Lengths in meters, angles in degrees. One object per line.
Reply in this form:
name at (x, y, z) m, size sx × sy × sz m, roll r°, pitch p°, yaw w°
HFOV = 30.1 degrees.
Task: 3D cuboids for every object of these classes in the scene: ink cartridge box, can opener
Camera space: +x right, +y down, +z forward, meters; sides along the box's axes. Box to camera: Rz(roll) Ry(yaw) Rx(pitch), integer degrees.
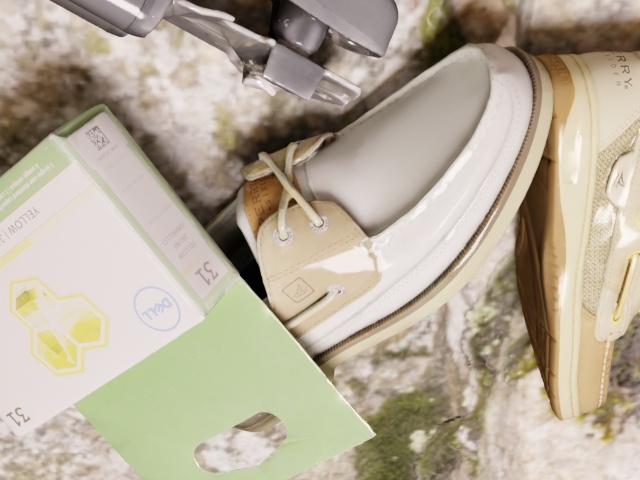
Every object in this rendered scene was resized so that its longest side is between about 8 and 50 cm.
ink cartridge box at (-0.108, 0.064, 0.658) m, size 0.171 × 0.056 × 0.235 m, roll -32°, pitch 100°, yaw 34°
can opener at (-0.089, -0.149, 0.579) m, size 0.283 × 0.076 × 0.095 m, roll 27°, pitch 87°, yaw -26°

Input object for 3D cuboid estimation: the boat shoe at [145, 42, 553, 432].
boat shoe at (0.000, 0.000, 0.668) m, size 0.103 × 0.113 × 0.302 m, roll 24°, pitch 122°, yaw -32°

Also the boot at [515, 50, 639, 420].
boot at (0.223, -0.005, 0.714) m, size 0.203 × 0.095 × 0.262 m, roll -9°, pitch 126°, yaw -3°
